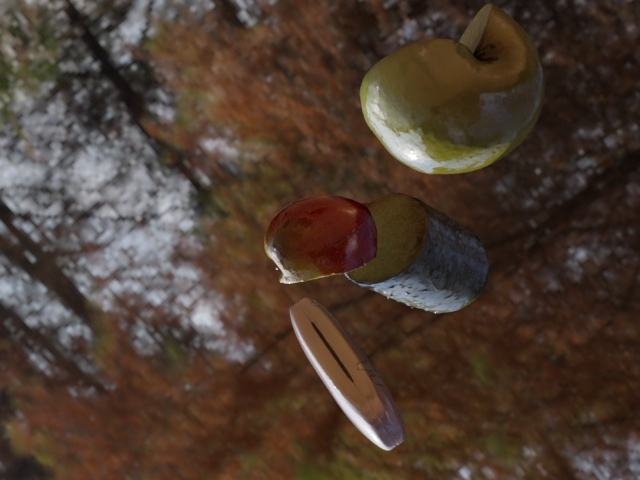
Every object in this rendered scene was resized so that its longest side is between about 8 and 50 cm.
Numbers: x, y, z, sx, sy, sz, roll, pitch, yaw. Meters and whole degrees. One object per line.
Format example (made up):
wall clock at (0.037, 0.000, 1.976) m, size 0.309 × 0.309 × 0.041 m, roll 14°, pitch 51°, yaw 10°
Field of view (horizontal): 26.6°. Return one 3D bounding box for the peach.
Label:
peach at (-0.001, -0.003, 1.824) m, size 0.151 × 0.151 × 0.118 m, roll -67°, pitch 179°, yaw -50°

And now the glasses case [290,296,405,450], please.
glasses case at (0.038, 0.195, 2.023) m, size 0.075 × 0.113 × 0.297 m, roll -36°, pitch -135°, yaw -2°

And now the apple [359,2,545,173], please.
apple at (0.230, -0.227, 2.223) m, size 0.295 × 0.233 × 0.258 m, roll -26°, pitch 162°, yaw -39°

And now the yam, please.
yam at (0.147, 0.022, 2.109) m, size 0.161 × 0.268 × 0.161 m, roll -9°, pitch -108°, yaw 29°
